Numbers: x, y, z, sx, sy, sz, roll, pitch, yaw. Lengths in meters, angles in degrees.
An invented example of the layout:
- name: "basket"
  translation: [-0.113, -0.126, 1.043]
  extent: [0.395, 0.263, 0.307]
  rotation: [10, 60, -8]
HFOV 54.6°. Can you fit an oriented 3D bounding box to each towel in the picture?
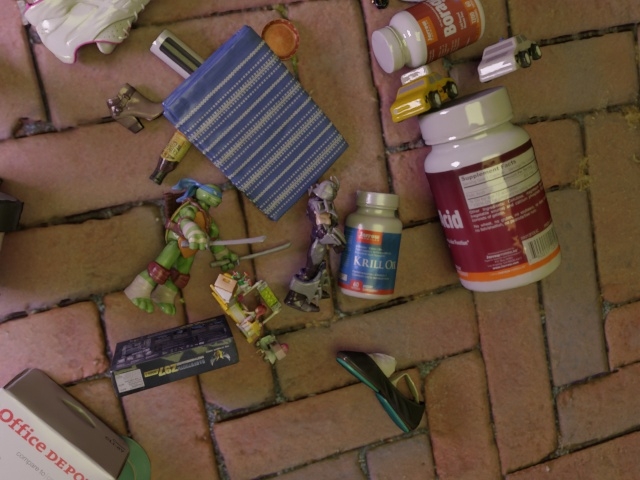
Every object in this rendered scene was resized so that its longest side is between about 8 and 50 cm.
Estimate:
- name: "towel"
  translation: [-0.123, -0.228, 1.254]
  extent: [0.243, 0.040, 0.336]
  rotation: [-47, 118, -6]

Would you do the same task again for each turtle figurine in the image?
- name: "turtle figurine"
  translation: [-0.229, 0.041, 1.208]
  extent: [0.275, 0.198, 0.266]
  rotation: [36, 93, -13]

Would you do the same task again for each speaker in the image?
- name: "speaker"
  translation: [-0.263, -0.350, 1.218]
  extent: [0.136, 0.055, 0.055]
  rotation: [39, 87, -16]

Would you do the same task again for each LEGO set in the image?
- name: "LEGO set"
  translation: [-0.140, 0.121, 1.258]
  extent: [0.107, 0.132, 0.287]
  rotation: [-38, 137, -15]

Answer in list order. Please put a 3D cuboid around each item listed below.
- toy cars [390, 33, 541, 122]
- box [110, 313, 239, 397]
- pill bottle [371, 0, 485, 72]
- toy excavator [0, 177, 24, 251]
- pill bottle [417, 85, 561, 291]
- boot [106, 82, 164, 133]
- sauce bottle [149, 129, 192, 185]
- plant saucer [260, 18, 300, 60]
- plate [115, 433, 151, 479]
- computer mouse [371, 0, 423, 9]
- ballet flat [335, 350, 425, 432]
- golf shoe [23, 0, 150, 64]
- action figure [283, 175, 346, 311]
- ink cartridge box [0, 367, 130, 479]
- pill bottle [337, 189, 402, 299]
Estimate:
- name: "toy cars"
  translation: [0.301, -0.355, 1.294]
  extent: [0.394, 0.176, 0.087]
  rotation: [-26, 102, -9]
- name: "box"
  translation: [-0.286, 0.221, 1.223]
  extent: [0.233, 0.183, 0.059]
  rotation: [-14, 101, -13]
- name: "pill bottle"
  translation: [0.222, -0.434, 1.292]
  extent: [0.216, 0.121, 0.121]
  rotation: [-27, 103, -9]
- name: "toy excavator"
  translation: [-0.786, -0.048, 1.021]
  extent: [0.445, 0.433, 0.222]
  rotation: [12, 99, -43]
- name: "pill bottle"
  translation: [0.352, -0.109, 1.316]
  extent: [0.224, 0.224, 0.392]
  rotation: [-22, 102, -10]
- name: "boot"
  translation: [-0.354, -0.270, 1.214]
  extent: [0.118, 0.042, 0.087]
  rotation: [-37, 102, -7]
- name: "sauce bottle"
  translation: [-0.297, -0.169, 1.240]
  extent: [0.042, 0.042, 0.128]
  rotation: [32, 87, -16]
- name: "plant saucer"
  translation: [-0.084, -0.413, 1.275]
  extent: [0.084, 0.013, 0.083]
  rotation: [-2, 98, -15]
- name: "plate"
  translation: [-0.453, 0.498, 1.301]
  extent: [0.188, 0.024, 0.188]
  rotation: [-2, 99, -14]
- name: "computer mouse"
  translation: [0.198, -0.544, 1.313]
  extent: [0.193, 0.042, 0.105]
  rotation: [-4, 97, -13]
- name: "ballet flat"
  translation: [0.144, 0.316, 1.397]
  extent: [0.096, 0.095, 0.280]
  rotation: [-47, 116, -14]
- name: "golf shoe"
  translation: [-0.382, -0.435, 1.160]
  extent: [0.306, 0.115, 0.140]
  rotation: [-24, 113, -3]
- name: "action figure"
  translation: [0.000, 0.000, 1.276]
  extent: [0.099, 0.185, 0.284]
  rotation: [12, 111, -2]
- name: "ink cartridge box"
  translation: [-0.605, 0.480, 1.178]
  extent: [0.279, 0.160, 0.384]
  rotation: [43, 86, -8]
- name: "pill bottle"
  translation: [0.108, 0.007, 1.323]
  extent: [0.124, 0.124, 0.221]
  rotation: [4, 96, -15]
